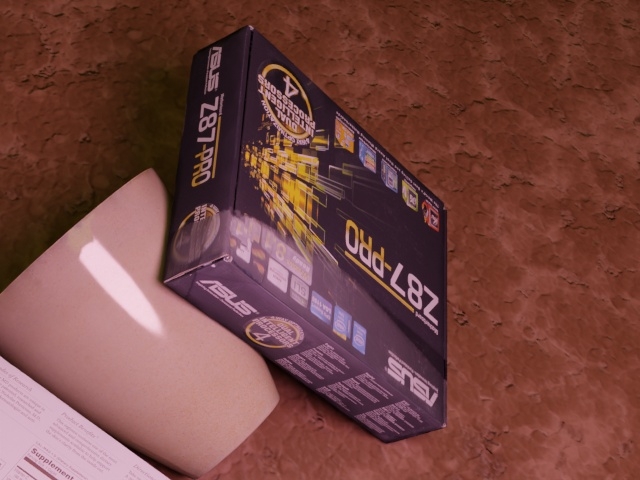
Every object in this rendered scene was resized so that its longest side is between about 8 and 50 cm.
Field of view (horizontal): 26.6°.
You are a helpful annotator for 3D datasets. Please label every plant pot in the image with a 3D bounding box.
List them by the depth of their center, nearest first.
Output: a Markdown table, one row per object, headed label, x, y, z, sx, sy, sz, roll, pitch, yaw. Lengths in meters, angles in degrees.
| label | x | y | z | sx | sy | sz | roll | pitch | yaw |
| --- | --- | --- | --- | --- | --- | --- | --- | --- | --- |
| plant pot | -0.181 | 0.110 | 1.426 | 0.274 | 0.256 | 0.256 | 48 | 55 | -2 |

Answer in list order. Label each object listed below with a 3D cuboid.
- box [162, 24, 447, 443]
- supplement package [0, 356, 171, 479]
| label | x | y | z | sx | sy | sz | roll | pitch | yaw |
| --- | --- | --- | --- | --- | --- | --- | --- | --- | --- |
| box | 0.000 | 0.000 | 1.497 | 0.395 | 0.097 | 0.318 | 40 | 42 | -38 |
| supplement package | -0.261 | 0.270 | 1.291 | 0.262 | 0.204 | 0.145 | 35 | 55 | 8 |
